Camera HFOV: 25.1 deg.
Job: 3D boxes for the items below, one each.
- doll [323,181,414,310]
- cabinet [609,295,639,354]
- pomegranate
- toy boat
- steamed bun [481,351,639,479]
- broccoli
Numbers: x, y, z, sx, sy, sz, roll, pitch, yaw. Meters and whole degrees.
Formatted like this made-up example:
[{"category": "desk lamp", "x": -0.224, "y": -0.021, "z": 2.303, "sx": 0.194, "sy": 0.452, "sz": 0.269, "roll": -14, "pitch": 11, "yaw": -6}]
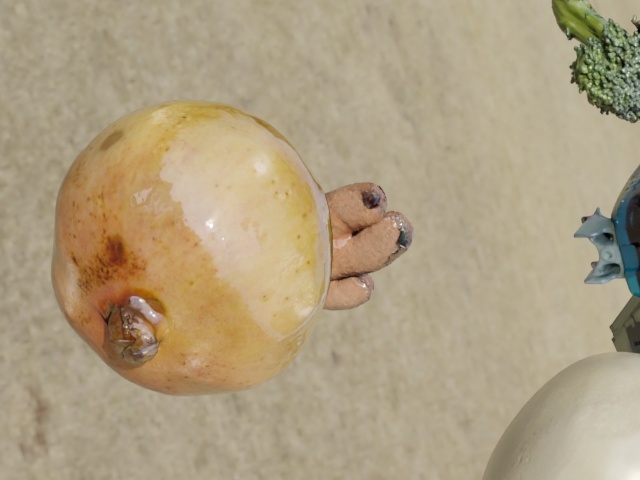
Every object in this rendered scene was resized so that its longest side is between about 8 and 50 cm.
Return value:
[{"category": "doll", "x": 0.000, "y": 0.000, "z": 1.865, "sx": 0.201, "sy": 0.303, "sz": 0.156, "roll": 56, "pitch": 36, "yaw": -11}, {"category": "cabinet", "x": 0.552, "y": 0.173, "z": 2.169, "sx": 0.145, "sy": 0.150, "sz": 0.206, "roll": 107, "pitch": -32, "yaw": -57}, {"category": "pomegranate", "x": -0.150, "y": 0.020, "z": 1.572, "sx": 0.338, "sy": 0.338, "sz": 0.338, "roll": -17, "pitch": 90, "yaw": -77}, {"category": "toy boat", "x": 0.377, "y": -0.051, "z": 1.611, "sx": 0.299, "sy": 0.092, "sz": 0.134, "roll": -41, "pitch": 124, "yaw": -48}, {"category": "steamed bun", "x": 0.311, "y": 0.271, "z": 1.657, "sx": 0.206, "sy": 0.324, "sz": 0.324, "roll": 36, "pitch": 18, "yaw": -2}, {"category": "broccoli", "x": 0.296, "y": -0.204, "z": 1.506, "sx": 0.118, "sy": 0.122, "sz": 0.204, "roll": -69, "pitch": -150, "yaw": 28}]
